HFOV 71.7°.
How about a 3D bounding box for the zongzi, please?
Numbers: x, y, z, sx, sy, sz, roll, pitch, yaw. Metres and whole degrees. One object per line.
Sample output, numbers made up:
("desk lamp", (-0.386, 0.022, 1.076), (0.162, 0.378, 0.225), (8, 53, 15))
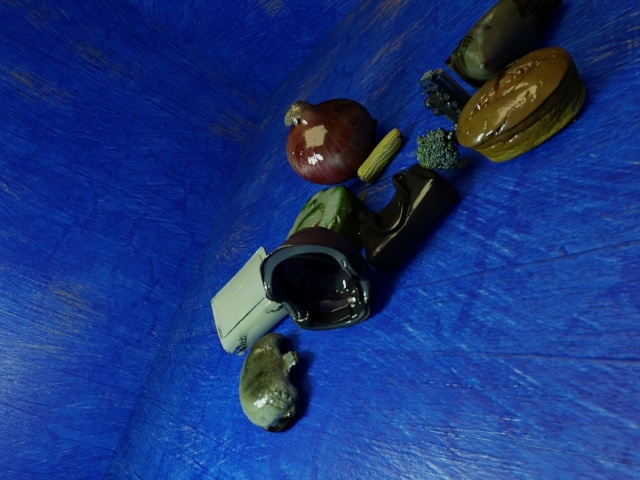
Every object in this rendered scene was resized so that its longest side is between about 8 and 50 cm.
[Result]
("zongzi", (0.458, -0.498, 1.041), (0.289, 0.154, 0.317), (-49, 6, 19))

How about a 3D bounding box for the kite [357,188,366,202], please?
("kite", (0.093, -0.032, 1.480), (0.314, 0.012, 0.335), (-10, 56, 59))

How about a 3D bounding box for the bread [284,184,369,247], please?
("bread", (0.000, 0.000, 1.455), (0.366, 0.129, 0.381), (-42, 31, 35))

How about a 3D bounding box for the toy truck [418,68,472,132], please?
("toy truck", (0.338, -0.357, 1.137), (0.088, 0.202, 0.074), (-63, 21, -12))

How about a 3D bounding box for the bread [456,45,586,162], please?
("bread", (0.428, -0.293, 0.971), (0.270, 0.143, 0.195), (-39, 31, 41))

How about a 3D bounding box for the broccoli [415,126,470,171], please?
("broccoli", (0.321, -0.244, 1.145), (0.123, 0.118, 0.204), (-7, 19, 30))

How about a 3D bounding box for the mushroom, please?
("mushroom", (-0.157, 0.412, 1.342), (0.247, 0.130, 0.344), (-54, 26, 24))

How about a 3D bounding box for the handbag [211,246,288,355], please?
("handbag", (-0.229, 0.226, 1.620), (0.358, 0.160, 0.236), (-44, 45, 26))

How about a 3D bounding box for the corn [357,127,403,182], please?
("corn", (0.202, -0.279, 1.471), (0.203, 0.072, 0.072), (-51, 27, 18))

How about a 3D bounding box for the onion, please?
("onion", (0.040, -0.359, 1.611), (0.354, 0.354, 0.353), (-43, 30, 33))

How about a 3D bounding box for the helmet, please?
("helmet", (0.002, 0.079, 1.181), (0.271, 0.338, 0.197), (-19, 33, 25))

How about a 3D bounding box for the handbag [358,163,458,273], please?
("handbag", (0.211, -0.077, 1.197), (0.285, 0.114, 0.257), (-53, 19, 17))
